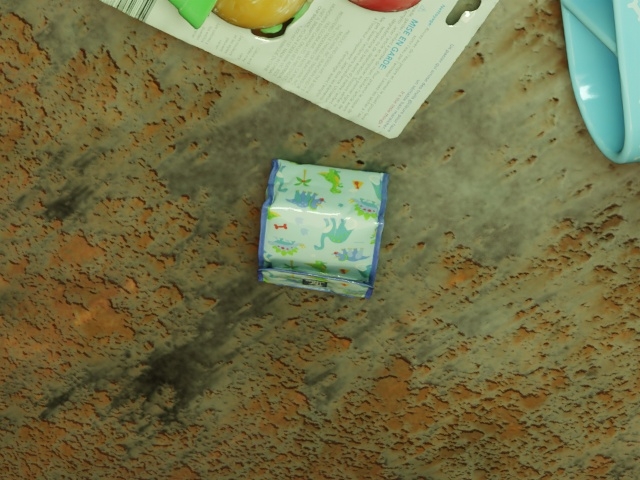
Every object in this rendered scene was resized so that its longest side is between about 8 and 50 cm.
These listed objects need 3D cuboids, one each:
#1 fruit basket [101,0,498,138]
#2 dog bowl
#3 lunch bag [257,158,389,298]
[{"bbox_3d":[0.004,-0.286,1.218,0.353,0.165,0.327,20,125,-22],"label":"fruit basket"},{"bbox_3d":[0.268,-0.197,1.181,0.074,0.166,0.297,-17,124,-5],"label":"dog bowl"},{"bbox_3d":[0.000,0.000,1.419,0.129,0.096,0.151,9,138,1],"label":"lunch bag"}]
